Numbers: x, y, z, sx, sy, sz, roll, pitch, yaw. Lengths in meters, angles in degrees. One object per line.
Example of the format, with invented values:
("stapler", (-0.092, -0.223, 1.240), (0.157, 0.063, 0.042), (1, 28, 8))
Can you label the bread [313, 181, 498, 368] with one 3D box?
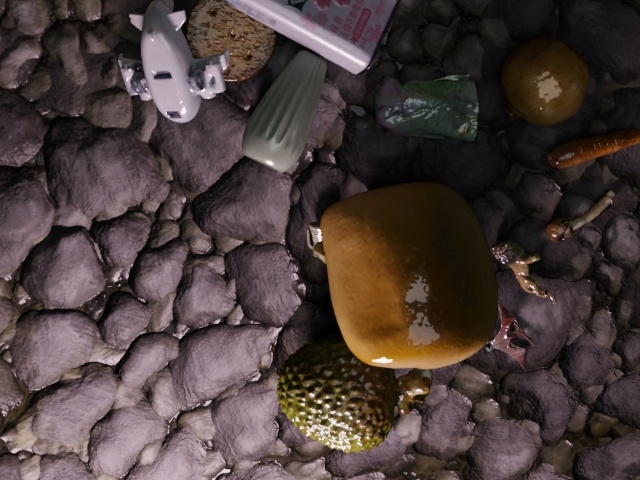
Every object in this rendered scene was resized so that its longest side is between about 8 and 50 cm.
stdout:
("bread", (0.198, 0.072, 1.514), (0.347, 0.253, 0.376), (-3, 80, -31))

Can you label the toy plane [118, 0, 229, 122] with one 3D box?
("toy plane", (-0.294, -0.352, 1.466), (0.244, 0.117, 0.245), (9, 127, 12))

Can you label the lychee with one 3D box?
("lychee", (0.065, 0.330, 1.629), (0.319, 0.270, 0.270), (28, 101, 5))

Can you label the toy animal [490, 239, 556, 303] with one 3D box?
("toy animal", (0.483, 0.066, 1.710), (0.086, 0.069, 0.220), (-37, 102, 26))

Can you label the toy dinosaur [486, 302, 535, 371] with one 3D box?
("toy dinosaur", (0.446, 0.233, 1.766), (0.108, 0.032, 0.220), (-27, 116, -3))

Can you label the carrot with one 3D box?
("carrot", (0.625, -0.213, 1.658), (0.247, 0.059, 0.059), (-15, 106, -5))

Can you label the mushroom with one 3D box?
("mushroom", (0.595, -0.058, 1.701), (0.187, 0.061, 0.060), (-29, 120, -11))

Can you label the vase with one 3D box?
("vase", (-0.066, -0.269, 1.525), (0.128, 0.128, 0.248), (25, 91, -13))

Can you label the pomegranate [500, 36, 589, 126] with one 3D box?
("pomegranate", (0.459, -0.324, 1.549), (0.196, 0.196, 0.196), (-2, 105, -7))

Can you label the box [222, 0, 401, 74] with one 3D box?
("box", (-0.029, -0.491, 1.460), (0.369, 0.112, 0.190), (27, 86, -14))

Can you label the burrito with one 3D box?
("burrito", (0.226, -0.279, 1.573), (0.228, 0.089, 0.144), (-2, 103, -9))

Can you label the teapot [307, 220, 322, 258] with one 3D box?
("teapot", (0.000, 0.000, 1.639), (0.067, 0.057, 0.083), (10, 112, 29))

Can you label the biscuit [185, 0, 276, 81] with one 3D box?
("biscuit", (-0.182, -0.420, 1.513), (0.187, 0.027, 0.188), (-2, 104, -8))
